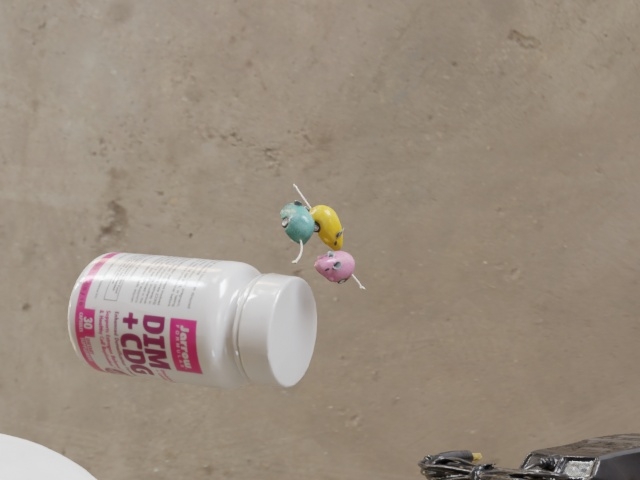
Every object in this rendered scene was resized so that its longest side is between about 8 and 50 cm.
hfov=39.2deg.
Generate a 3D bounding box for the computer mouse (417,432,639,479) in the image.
[{"bbox_3d":[0.222,0.228,0.863,0.184,0.262,0.060,-12,80,49],"label":"computer mouse"}]

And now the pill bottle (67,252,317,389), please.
[{"bbox_3d":[-0.159,0.101,1.133,0.283,0.160,0.160,3,85,25],"label":"pill bottle"}]

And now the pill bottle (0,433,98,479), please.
[{"bbox_3d":[-0.238,0.266,0.536,0.162,0.162,0.278,40,104,28],"label":"pill bottle"}]

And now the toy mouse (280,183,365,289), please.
[{"bbox_3d":[0.000,0.000,1.080,0.031,0.143,0.161,-37,89,23],"label":"toy mouse"}]
